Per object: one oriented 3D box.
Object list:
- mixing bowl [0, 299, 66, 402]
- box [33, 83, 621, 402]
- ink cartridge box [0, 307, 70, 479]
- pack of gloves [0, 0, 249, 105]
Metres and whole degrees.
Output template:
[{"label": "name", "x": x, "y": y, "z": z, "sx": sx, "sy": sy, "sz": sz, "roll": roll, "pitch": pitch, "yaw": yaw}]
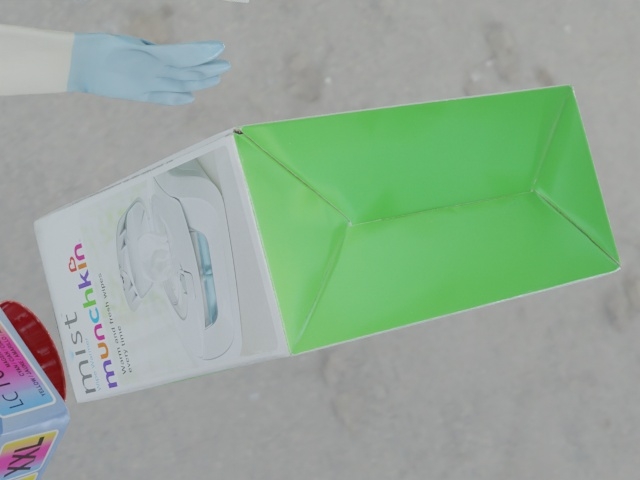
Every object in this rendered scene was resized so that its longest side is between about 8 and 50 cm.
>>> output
[{"label": "mixing bowl", "x": -0.444, "y": 0.185, "z": 2.099, "sx": 0.181, "sy": 0.098, "sz": 0.181, "roll": 56, "pitch": 20, "yaw": -32}, {"label": "box", "x": 0.000, "y": 0.000, "z": 0.909, "sx": 0.262, "sy": 0.231, "sz": 0.127, "roll": -11, "pitch": 85, "yaw": -39}, {"label": "ink cartridge box", "x": -0.431, "y": 0.217, "z": 1.197, "sx": 0.395, "sy": 0.270, "sz": 0.151, "roll": -10, "pitch": 49, "yaw": -45}, {"label": "pack of gloves", "x": -0.169, "y": -0.172, "z": 1.207, "sx": 0.232, "sy": 0.195, "sz": 0.046, "roll": 0, "pitch": 47, "yaw": -18}]
